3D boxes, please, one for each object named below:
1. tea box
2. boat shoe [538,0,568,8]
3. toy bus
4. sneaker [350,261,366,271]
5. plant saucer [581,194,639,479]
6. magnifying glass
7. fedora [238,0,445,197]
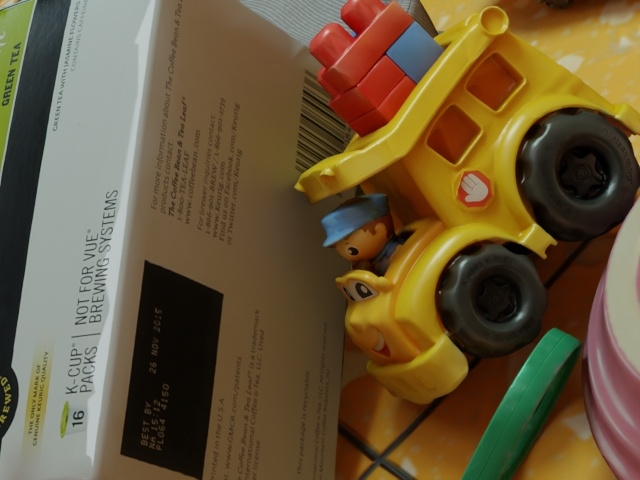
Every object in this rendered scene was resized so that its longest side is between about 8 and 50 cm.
[{"bbox_3d":[-0.167,0.037,1.149,0.323,0.220,0.329,-9,65,36],"label":"tea box"},{"bbox_3d":[0.174,-0.208,1.326,0.183,0.066,0.066,9,58,42],"label":"boat shoe"},{"bbox_3d":[0.062,-0.040,1.079,0.220,0.211,0.149,-53,11,-15],"label":"toy bus"},{"bbox_3d":[0.000,0.000,1.276,0.070,0.051,0.134,-14,27,5],"label":"sneaker"},{"bbox_3d":[0.283,0.016,0.944,0.332,0.084,0.332,-25,36,20],"label":"plant saucer"},{"bbox_3d":[0.085,0.152,0.996,0.026,0.092,0.231,30,79,14],"label":"magnifying glass"},{"bbox_3d":[-0.004,-0.134,1.323,0.244,0.124,0.275,-32,31,-17],"label":"fedora"}]
